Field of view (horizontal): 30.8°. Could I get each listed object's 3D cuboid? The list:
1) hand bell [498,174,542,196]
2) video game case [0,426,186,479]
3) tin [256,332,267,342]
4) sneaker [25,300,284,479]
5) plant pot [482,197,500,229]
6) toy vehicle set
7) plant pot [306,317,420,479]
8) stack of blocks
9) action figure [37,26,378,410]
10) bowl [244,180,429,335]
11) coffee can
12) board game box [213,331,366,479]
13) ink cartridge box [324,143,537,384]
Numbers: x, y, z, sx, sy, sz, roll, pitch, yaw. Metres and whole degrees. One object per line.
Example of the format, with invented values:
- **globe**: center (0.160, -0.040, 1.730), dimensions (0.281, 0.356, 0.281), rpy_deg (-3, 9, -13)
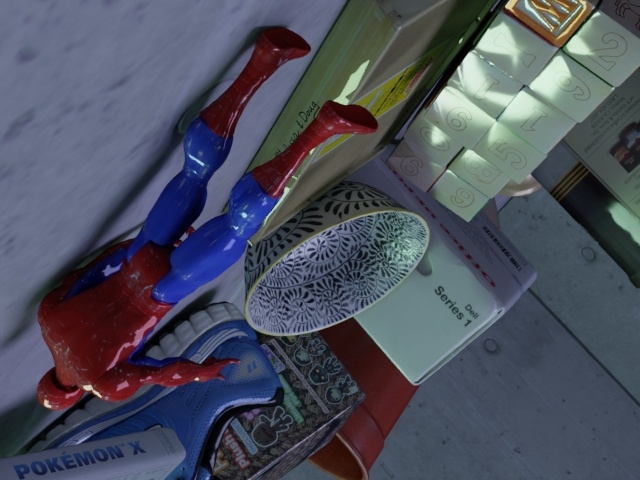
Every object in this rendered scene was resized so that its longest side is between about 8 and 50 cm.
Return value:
- **hand bell**: center (0.269, -0.178, 1.480), dimensions (0.126, 0.126, 0.242), rpy_deg (-38, 159, -31)
- **video game case**: center (-0.302, 0.272, 0.917), dimensions (0.329, 0.036, 0.300), rpy_deg (-46, 156, 25)
- **tin**: center (-0.089, 0.167, 1.711), dimensions (0.106, 0.040, 0.189), rpy_deg (-29, 164, -47)
- **sneaker**: center (-0.172, 0.209, 1.093), dimensions (0.330, 0.147, 0.130), rpy_deg (-41, 172, -3)
- **plant pot**: center (0.152, -0.008, 1.351), dimensions (0.109, 0.096, 0.109), rpy_deg (-27, 149, 17)
- **toy vehicle set**: center (0.038, -0.111, 0.818), dimensions (0.166, 0.035, 0.267), rpy_deg (-37, 171, -37)
- **plant pot**: center (0.049, 0.220, 1.945), dimensions (0.265, 0.272, 0.272), rpy_deg (-48, 175, -22)
- **stack of blocks**: center (0.153, -0.131, 0.844), dimensions (0.171, 0.087, 0.297), rpy_deg (-55, -178, -32)
- **action figure**: center (-0.068, 0.006, 0.702), dimensions (0.280, 0.091, 0.139), rpy_deg (-46, 163, 22)
- **bowl**: center (0.000, 0.000, 0.985), dimensions (0.170, 0.080, 0.170), rpy_deg (-21, 151, -12)
- **coffee can**: center (0.286, -0.121, 1.122), dimensions (0.201, 0.275, 0.201), rpy_deg (-41, 172, -7)
- **board game box**: center (-0.116, 0.261, 1.534), dimensions (0.291, 0.141, 0.232), rpy_deg (-33, 166, -23)
- **ink cartridge box**: center (0.098, 0.011, 1.167), dimensions (0.117, 0.201, 0.278), rpy_deg (-43, 172, 16)
